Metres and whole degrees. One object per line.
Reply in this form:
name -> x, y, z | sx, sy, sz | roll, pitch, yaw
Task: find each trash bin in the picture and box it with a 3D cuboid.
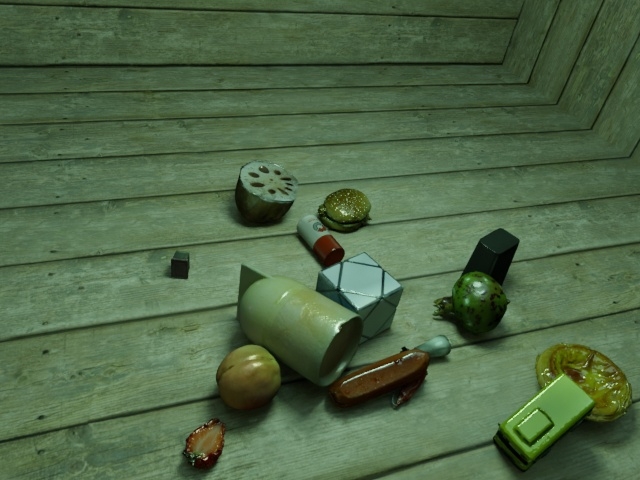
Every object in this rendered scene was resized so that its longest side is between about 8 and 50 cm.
trash bin -> 0.628, 0.085, 1.909 | 0.165, 0.225, 0.115 | -23, 50, -33

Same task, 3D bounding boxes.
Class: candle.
candle -> 0.267, 0.440, 1.553 | 0.162, 0.053, 0.048 | -39, 96, -37

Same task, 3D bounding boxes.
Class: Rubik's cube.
Rubik's cube -> 0.118, 0.196, 1.694 | 0.207, 0.205, 0.205 | -20, 48, -32

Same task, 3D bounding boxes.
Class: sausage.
sausage -> 0.179, 0.404, 1.519 | 0.330, 0.102, 0.102 | -19, 46, -14

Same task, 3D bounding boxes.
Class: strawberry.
strawberry -> -0.296, 0.532, 1.342 | 0.104, 0.048, 0.152 | 16, 26, 18

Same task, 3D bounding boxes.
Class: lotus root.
lotus root -> -0.226, -0.181, 2.093 | 0.272, 0.192, 0.272 | 15, 33, -10

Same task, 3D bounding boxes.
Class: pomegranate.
pomegranate -> 0.514, 0.215, 1.769 | 0.263, 0.211, 0.211 | -8, 36, 18

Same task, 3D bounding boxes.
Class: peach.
peach -> -0.205, 0.384, 1.439 | 0.184, 0.184, 0.184 | 6, 40, -5

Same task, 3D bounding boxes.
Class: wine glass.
wine glass -> 0.338, 0.353, 1.654 | 0.155, 0.072, 0.072 | -12, 44, -24

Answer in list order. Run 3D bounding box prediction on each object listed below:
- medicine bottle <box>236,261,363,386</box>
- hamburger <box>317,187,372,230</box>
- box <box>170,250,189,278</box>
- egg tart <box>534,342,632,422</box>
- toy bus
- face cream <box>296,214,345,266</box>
medicine bottle -> -0.099, 0.240, 1.560 | 0.406, 0.235, 0.236 | 26, 42, 27
hamburger -> 0.097, -0.129, 2.141 | 0.215, 0.122, 0.189 | -16, 48, -25
box -> -0.488, 0.083, 1.806 | 0.060, 0.084, 0.063 | 6, 34, -3
egg tart -> 0.806, 0.450, 1.601 | 0.295, 0.116, 0.294 | 4, 43, -4
toy bus -> 0.614, 0.500, 1.421 | 0.262, 0.150, 0.128 | -35, 55, -10
face cream -> 0.000, 0.000, 1.987 | 0.096, 0.095, 0.214 | -16, 47, -28
